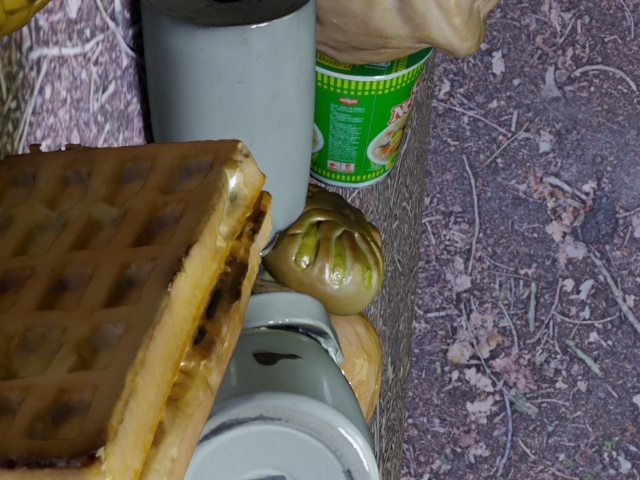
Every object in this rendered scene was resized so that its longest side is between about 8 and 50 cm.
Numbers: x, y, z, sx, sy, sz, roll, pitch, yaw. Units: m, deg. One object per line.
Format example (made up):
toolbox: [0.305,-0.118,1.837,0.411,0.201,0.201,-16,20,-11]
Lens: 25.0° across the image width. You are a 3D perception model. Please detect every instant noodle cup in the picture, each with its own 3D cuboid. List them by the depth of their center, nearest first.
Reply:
instant noodle cup: [0.041,-0.202,1.944,0.233,0.207,0.207,95,8,-49]

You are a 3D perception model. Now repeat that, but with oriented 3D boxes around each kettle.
kettle: [-0.090,-0.147,1.416,0.240,0.165,0.255,-116,-161,-52]

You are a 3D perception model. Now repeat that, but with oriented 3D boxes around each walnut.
walnut: [0.078,-0.362,1.633,0.381,0.381,0.381,6,90,-78]
walnut: [-0.009,0.177,1.855,0.193,0.193,0.226,-5,100,-78]

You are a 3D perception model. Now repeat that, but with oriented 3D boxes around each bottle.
bottle: [-0.063,0.161,1.423,0.352,0.229,0.229,-100,-170,-68]

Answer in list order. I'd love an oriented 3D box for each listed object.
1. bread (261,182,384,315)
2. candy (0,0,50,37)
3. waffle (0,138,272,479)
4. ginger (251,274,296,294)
bread: [0.000,0.000,1.798,0.105,0.213,0.213,-53,-179,24]
candy: [-0.218,-0.237,0.820,0.260,0.118,0.260,3,90,-79]
waffle: [-0.168,0.060,0.938,0.328,0.224,0.098,-70,153,-49]
ginger: [-0.086,0.133,1.645,0.115,0.122,0.193,-124,-137,-77]
